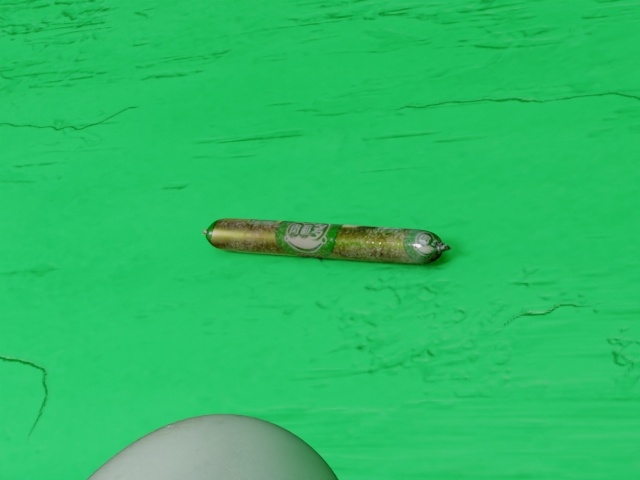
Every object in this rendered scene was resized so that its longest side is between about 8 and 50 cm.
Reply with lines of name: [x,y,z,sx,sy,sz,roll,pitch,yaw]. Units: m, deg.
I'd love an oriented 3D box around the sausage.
sausage: [0.000,0.000,1.599,0.269,0.033,0.033,4,46,33]

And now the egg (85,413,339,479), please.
egg: [-0.103,0.283,1.159,0.230,0.230,0.371,4,53,33]
